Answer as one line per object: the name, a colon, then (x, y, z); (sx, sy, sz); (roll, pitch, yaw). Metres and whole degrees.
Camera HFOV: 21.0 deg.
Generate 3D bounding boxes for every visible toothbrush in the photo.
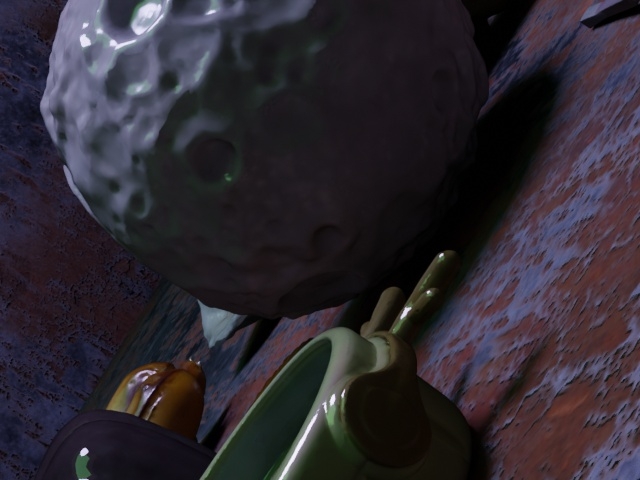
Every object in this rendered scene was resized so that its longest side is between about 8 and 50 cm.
toothbrush: (0.207, -0.161, 1.156); (0.014, 0.017, 0.194); (-58, 8, -4)

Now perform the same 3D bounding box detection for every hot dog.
hot dog: (-0.200, 0.259, 1.658); (0.337, 0.100, 0.135); (-59, 17, -12)

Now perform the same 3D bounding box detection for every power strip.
power strip: (0.143, -0.217, 1.693); (0.029, 0.038, 0.111); (-53, 9, 15)

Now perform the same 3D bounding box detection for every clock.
clock: (-0.007, 0.149, 0.930); (0.308, 0.096, 0.235); (-59, 7, -17)

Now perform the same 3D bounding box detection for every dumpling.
dumpling: (-0.077, 0.010, 1.817); (0.153, 0.108, 0.219); (107, 180, -55)

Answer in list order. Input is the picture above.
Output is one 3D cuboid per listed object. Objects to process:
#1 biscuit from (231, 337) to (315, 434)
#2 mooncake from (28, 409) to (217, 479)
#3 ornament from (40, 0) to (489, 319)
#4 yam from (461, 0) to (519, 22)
biscuit: (-0.043, 0.159, 1.355); (0.188, 0.027, 0.188); (-54, 10, 14)
mooncake: (-0.157, 0.259, 1.161); (0.306, 0.154, 0.306); (-60, 8, 14)
ornament: (-0.036, -0.118, 1.310); (0.337, 0.337, 0.337); (-55, 8, 12)
yam: (0.020, -0.235, 1.558); (0.304, 0.168, 0.168); (-21, 0, -14)
